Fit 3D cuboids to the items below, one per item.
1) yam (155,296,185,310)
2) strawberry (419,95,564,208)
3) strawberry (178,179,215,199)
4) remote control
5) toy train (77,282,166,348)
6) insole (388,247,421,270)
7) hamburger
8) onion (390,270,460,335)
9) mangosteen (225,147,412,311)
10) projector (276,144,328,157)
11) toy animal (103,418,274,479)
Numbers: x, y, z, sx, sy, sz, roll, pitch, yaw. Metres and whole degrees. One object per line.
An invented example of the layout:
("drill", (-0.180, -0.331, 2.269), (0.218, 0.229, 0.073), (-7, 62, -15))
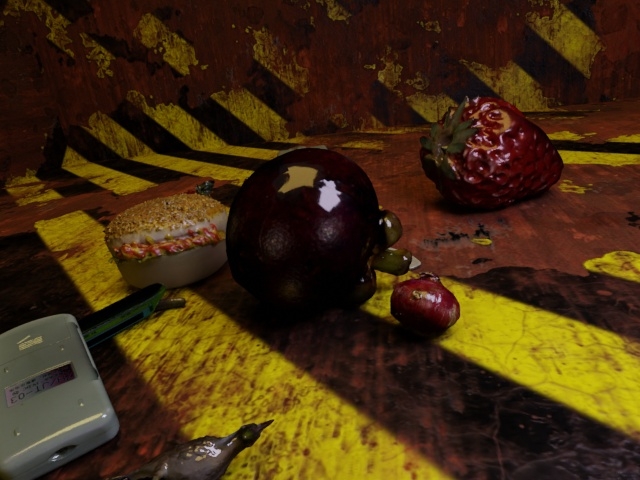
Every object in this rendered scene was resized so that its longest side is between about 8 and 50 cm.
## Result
("yam", (-0.319, 0.126, 0.941), (0.116, 0.021, 0.021), (-8, 20, -2))
("strawberry", (0.453, -0.202, 1.253), (0.345, 0.295, 0.317), (20, -9, -22))
("strawberry", (-0.417, -0.073, 1.423), (0.286, 0.106, 0.188), (-30, 3, -18))
("remote control", (-0.385, 0.199, 0.672), (0.140, 0.056, 0.296), (-20, 31, -30))
("toy train", (-0.368, 0.142, 0.873), (0.044, 0.042, 0.209), (23, 37, 35))
("insole", (0.141, 0.030, 1.038), (0.063, 0.010, 0.192), (-20, 24, -30))
("hamburger", (-0.339, -0.014, 1.099), (0.276, 0.179, 0.294), (-15, 21, -15))
("onion", (0.158, 0.094, 0.736), (0.107, 0.097, 0.107), (9, 6, -1))
("mangosteen", (-0.019, -0.005, 0.835), (0.297, 0.293, 0.297), (-33, 0, 0))
("projector", (-0.046, -0.208, 1.550), (0.177, 0.163, 0.242), (-8, 22, -3))
("toy animal", (-0.139, 0.234, 0.510), (0.202, 0.070, 0.105), (-21, 4, -23))
